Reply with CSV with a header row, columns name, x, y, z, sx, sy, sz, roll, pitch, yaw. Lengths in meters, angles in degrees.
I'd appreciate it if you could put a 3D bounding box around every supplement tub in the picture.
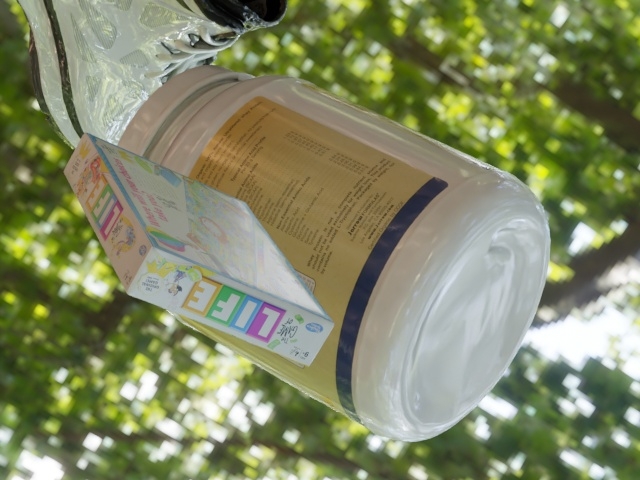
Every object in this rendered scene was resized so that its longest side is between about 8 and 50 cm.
name,x,y,z,sx,sy,sz,roll,pitch,yaw
supplement tub,0.000,0.000,1.370,0.228,0.316,0.228,-36,140,-37

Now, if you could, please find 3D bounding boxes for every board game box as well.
name,x,y,z,sx,sy,sz,roll,pitch,yaw
board game box,-0.065,0.002,0.849,0.026,0.103,0.154,-59,-152,12

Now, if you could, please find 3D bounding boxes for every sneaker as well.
name,x,y,z,sx,sy,sz,roll,pitch,yaw
sneaker,-0.143,-0.182,1.616,0.169,0.257,0.447,-55,148,-25
